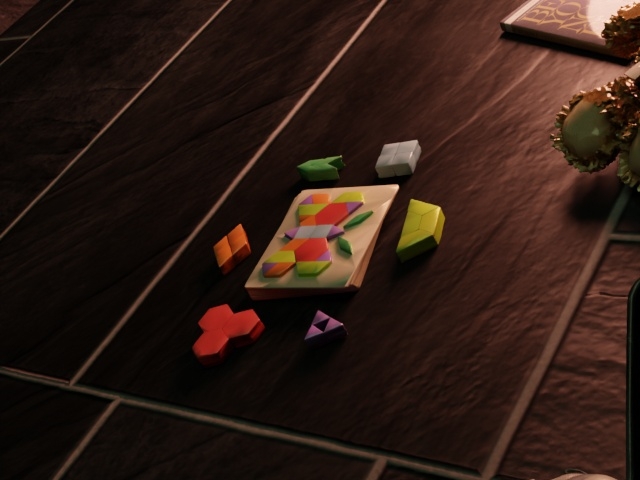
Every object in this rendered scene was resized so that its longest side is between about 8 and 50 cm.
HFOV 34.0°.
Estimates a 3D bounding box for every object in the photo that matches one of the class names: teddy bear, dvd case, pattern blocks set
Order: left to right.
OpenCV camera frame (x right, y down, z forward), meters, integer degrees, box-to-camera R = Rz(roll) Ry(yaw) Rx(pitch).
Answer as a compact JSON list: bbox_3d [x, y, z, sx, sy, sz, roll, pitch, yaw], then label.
[{"bbox_3d":[0.000,0.000,1.178,0.285,0.026,0.325,-13,37,20],"label":"pattern blocks set"},{"bbox_3d":[0.361,-0.301,1.334,0.164,0.018,0.221,-39,36,-16],"label":"dvd case"},{"bbox_3d":[0.394,-0.178,1.094,0.245,0.113,0.338,3,52,45],"label":"teddy bear"}]

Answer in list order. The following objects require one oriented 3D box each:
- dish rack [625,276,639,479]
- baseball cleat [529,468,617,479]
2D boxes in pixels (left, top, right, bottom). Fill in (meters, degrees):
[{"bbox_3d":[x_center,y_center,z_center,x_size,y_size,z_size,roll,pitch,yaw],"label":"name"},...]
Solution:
[{"bbox_3d":[0.346,0.118,0.688,0.271,0.074,0.208,-5,67,28],"label":"dish rack"},{"bbox_3d":[0.141,0.250,0.735,0.206,0.072,0.109,-45,15,-18],"label":"baseball cleat"}]
